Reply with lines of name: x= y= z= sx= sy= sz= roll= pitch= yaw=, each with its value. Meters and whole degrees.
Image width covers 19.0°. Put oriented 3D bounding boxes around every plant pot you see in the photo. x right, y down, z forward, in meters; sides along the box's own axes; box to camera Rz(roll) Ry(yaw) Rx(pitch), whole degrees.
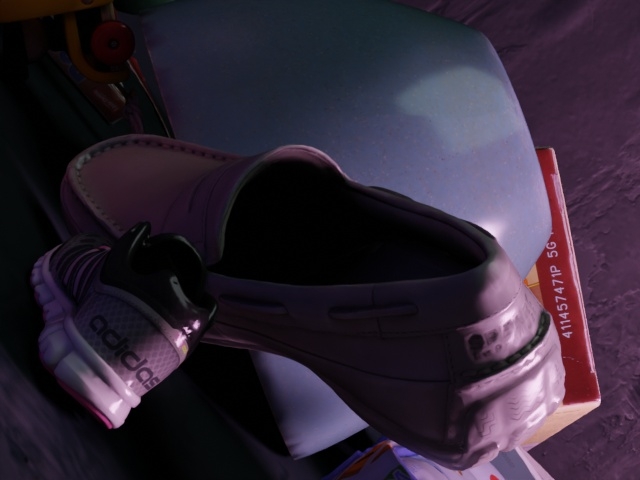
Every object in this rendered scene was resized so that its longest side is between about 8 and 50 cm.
plant pot: x=0.028 y=-0.035 z=1.173 sx=0.290 sy=0.195 sz=0.290 roll=160 pitch=-90 yaw=-89

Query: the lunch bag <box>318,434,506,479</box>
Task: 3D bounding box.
lunch bag: x=0.079 y=0.203 z=0.952 sx=0.243 sy=0.115 sz=0.303 roll=52 pitch=5 yaw=12

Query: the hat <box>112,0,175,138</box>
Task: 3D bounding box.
hat: x=-0.133 y=-0.171 z=1.297 sx=0.208 sy=0.173 sz=0.184 roll=24 pitch=44 yaw=-34

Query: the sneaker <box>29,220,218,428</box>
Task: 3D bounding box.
sneaker: x=-0.083 y=0.025 z=0.848 sx=0.063 sy=0.075 sz=0.170 roll=51 pitch=2 yaw=-16

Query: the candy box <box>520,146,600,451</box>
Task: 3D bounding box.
candy box: x=0.110 y=0.066 z=1.414 sx=0.316 sy=0.087 sz=0.183 roll=117 pitch=-34 yaw=-73

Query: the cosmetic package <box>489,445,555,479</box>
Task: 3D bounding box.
cosmetic package: x=0.133 y=0.223 z=1.315 sx=0.085 sy=0.117 sz=0.231 roll=57 pitch=7 yaw=32

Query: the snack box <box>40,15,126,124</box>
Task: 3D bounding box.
snack box: x=-0.203 y=-0.162 z=1.402 sx=0.178 sy=0.022 sz=0.064 roll=50 pitch=7 yaw=-35

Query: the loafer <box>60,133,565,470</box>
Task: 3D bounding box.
loafer: x=-0.017 y=-0.001 z=0.905 sx=0.319 sy=0.112 sz=0.111 roll=22 pitch=-42 yaw=41

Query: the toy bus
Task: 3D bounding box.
toy bus: x=-0.177 y=-0.167 z=1.167 sx=0.191 sy=0.104 sz=0.202 roll=98 pitch=-21 yaw=-62
